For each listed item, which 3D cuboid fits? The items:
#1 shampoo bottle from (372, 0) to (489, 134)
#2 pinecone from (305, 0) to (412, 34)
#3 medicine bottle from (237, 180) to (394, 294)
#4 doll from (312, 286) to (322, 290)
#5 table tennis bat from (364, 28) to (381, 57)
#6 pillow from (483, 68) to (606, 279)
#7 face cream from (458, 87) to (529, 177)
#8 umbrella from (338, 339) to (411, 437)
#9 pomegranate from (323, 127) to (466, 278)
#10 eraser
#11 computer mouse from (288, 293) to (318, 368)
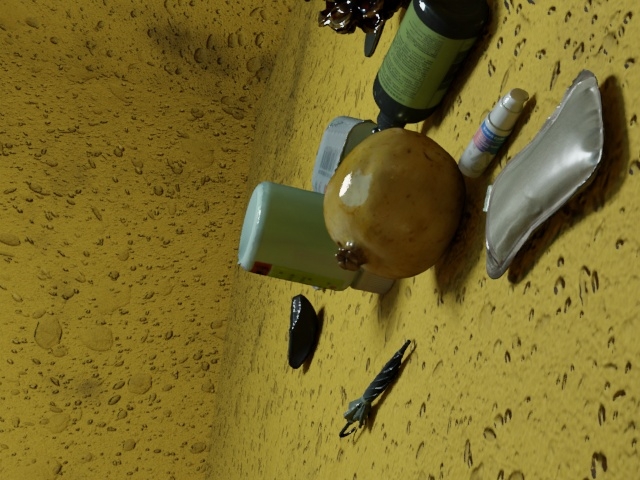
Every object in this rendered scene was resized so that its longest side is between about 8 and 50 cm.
[{"bbox_3d":[0.136,-0.237,1.321,0.284,0.101,0.101,117,162,-53],"label":"shampoo bottle"},{"bbox_3d":[0.055,-0.479,1.626,0.243,0.257,0.243,-156,90,-87],"label":"pinecone"},{"bbox_3d":[0.000,0.000,1.409,0.139,0.226,0.139,-168,90,-79],"label":"medicine bottle"},{"bbox_3d":[-0.028,0.034,1.920,0.227,0.075,0.102,-147,60,-69],"label":"doll"},{"bbox_3d":[0.124,-0.480,1.901,0.131,0.022,0.234,-91,15,-55],"label":"table tennis bat"},{"bbox_3d":[0.208,-0.059,0.903,0.232,0.038,0.130,121,162,-57],"label":"pillow"},{"bbox_3d":[0.195,-0.122,1.060,0.130,0.034,0.034,118,162,-51],"label":"face cream"},{"bbox_3d":[0.068,0.216,1.310,0.044,0.044,0.269,60,148,28],"label":"umbrella"},{"bbox_3d":[0.084,-0.038,1.155,0.196,0.196,0.196,-167,90,-79],"label":"pomegranate"},{"bbox_3d":[0.048,-0.141,1.724,0.227,0.081,0.174,-130,57,-78],"label":"eraser"},{"bbox_3d":[-0.034,0.180,1.851,0.099,0.057,0.172,-97,11,-57],"label":"computer mouse"}]
